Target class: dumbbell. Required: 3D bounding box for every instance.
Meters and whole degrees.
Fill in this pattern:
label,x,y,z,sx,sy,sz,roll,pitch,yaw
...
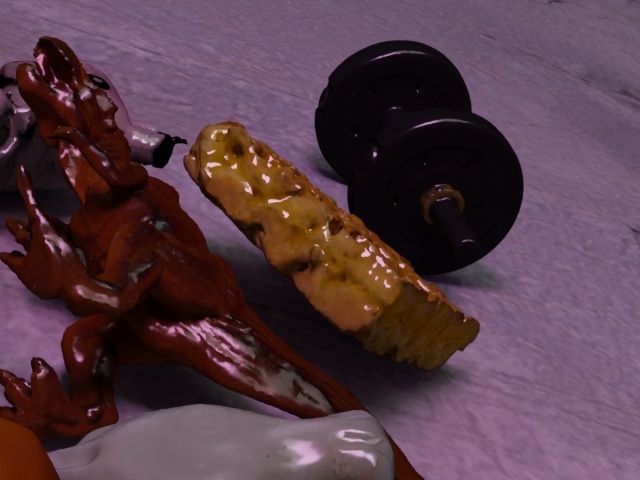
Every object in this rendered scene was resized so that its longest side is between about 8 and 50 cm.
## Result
label,x,y,z,sx,sy,sz,roll,pitch,yaw
dumbbell,0.079,-0.074,1.159,0.143,0.143,0.325,15,26,-20

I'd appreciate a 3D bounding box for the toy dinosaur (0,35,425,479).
label,x,y,z,sx,sy,sz,roll,pitch,yaw
toy dinosaur,-0.090,0.053,0.798,0.432,0.097,0.208,53,34,13

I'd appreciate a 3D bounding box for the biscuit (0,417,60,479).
label,x,y,z,sx,sy,sz,roll,pitch,yaw
biscuit,-0.211,0.164,0.307,0.312,0.110,0.318,19,65,-9

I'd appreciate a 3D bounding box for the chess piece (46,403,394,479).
label,x,y,z,sx,sy,sz,roll,pitch,yaw
chess piece,-0.009,0.161,0.597,0.175,0.176,0.298,6,23,-35

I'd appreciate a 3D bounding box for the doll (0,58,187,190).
label,x,y,z,sx,sy,sz,roll,pitch,yaw
doll,-0.209,-0.078,0.956,0.149,0.095,0.192,15,17,35

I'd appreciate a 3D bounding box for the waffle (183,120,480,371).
label,x,y,z,sx,sy,sz,roll,pitch,yaw
waffle,0.000,-0.001,0.953,0.219,0.057,0.229,42,4,22
